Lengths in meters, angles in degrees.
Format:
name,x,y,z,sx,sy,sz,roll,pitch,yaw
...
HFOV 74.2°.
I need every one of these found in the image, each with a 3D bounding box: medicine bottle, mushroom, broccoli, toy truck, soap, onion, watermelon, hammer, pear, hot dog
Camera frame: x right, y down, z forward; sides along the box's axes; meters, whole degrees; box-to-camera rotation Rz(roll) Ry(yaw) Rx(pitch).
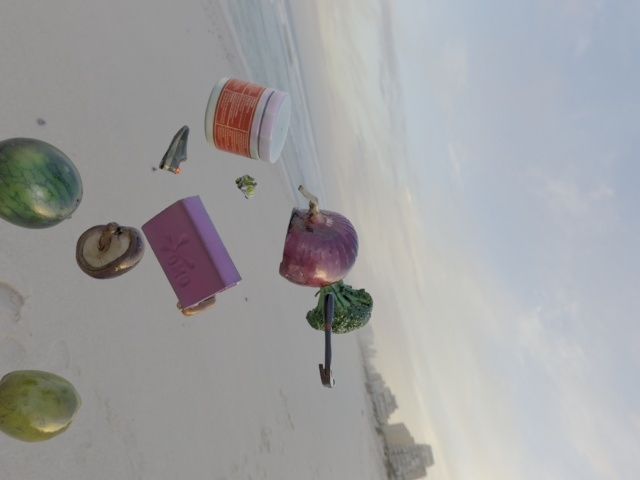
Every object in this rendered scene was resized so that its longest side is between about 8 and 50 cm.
name,x,y,z,sx,sy,sz,roll,pitch,yaw
medicine bottle,-0.251,-0.420,1.487,0.252,0.241,0.252,16,90,-86
mushroom,-0.698,0.038,1.424,0.138,0.231,0.194,41,62,-74
broccoli,0.071,0.244,1.592,0.261,0.269,0.242,-3,-63,56
toy truck,-0.300,-0.228,1.762,0.076,0.077,0.111,55,1,-43
soap,-0.342,0.036,1.119,0.259,0.181,0.081,64,28,0
onion,0.002,0.025,1.305,0.272,0.230,0.256,114,-11,-67
watermelon,-1.108,-0.218,1.634,0.363,0.363,0.363,-11,90,-88
hammer,0.022,0.298,1.306,0.137,0.037,0.290,70,19,-65
pear,-1.084,0.621,1.610,0.307,0.253,0.253,38,19,-20
hot dog,-0.569,0.287,1.979,0.100,0.068,0.249,43,18,10

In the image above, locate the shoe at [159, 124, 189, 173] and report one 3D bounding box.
name,x,y,z,sx,sy,sz,roll,pitch,yaw
shoe,-0.529,-0.337,1.589,0.074,0.077,0.194,-2,-118,58
